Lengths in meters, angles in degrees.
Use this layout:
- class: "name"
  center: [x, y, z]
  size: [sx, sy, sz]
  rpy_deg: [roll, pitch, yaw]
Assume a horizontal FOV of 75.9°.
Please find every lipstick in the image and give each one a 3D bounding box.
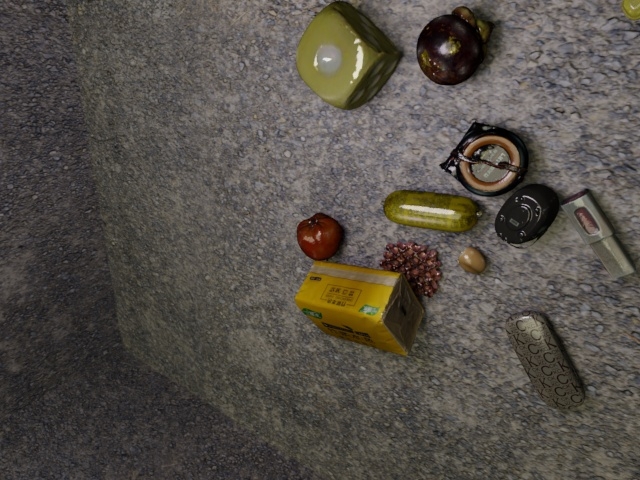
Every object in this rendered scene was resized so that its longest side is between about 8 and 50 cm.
- class: "lipstick"
  center: [0.778, -0.017, 1.150]
  size: [0.079, 0.077, 0.252]
  rpy_deg: [-32, 91, 40]

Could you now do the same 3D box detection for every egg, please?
- class: "egg"
  center: [0.505, 0.068, 1.366]
  size: [0.096, 0.080, 0.080]
  rpy_deg: [44, 127, 14]

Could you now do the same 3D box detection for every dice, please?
- class: "dice"
  center: [0.083, -0.567, 1.280]
  size: [0.238, 0.233, 0.227]
  rpy_deg: [49, 129, 8]

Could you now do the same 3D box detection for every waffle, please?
- class: "waffle"
  center: [0.329, 0.106, 1.518]
  size: [0.234, 0.055, 0.221]
  rpy_deg: [9, 115, 28]

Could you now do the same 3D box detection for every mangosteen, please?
- class: "mangosteen"
  center: [0.380, -0.545, 1.143]
  size: [0.217, 0.192, 0.192]
  rpy_deg: [-39, 85, 0]

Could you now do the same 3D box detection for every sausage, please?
- class: "sausage"
  center: [0.359, -0.100, 1.364]
  size: [0.347, 0.123, 0.123]
  rpy_deg: [11, 115, 31]

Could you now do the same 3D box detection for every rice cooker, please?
- class: "rice cooker"
  center: [0.601, -0.070, 1.212]
  size: [0.142, 0.118, 0.203]
  rpy_deg: [44, 131, 30]

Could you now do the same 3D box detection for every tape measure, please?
- class: "tape measure"
  center: [0.496, -0.234, 1.214]
  size: [0.223, 0.135, 0.202]
  rpy_deg: [38, 116, 12]

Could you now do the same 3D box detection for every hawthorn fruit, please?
- class: "hawthorn fruit"
  center: [0.000, 0.000, 1.620]
  size: [0.185, 0.185, 0.202]
  rpy_deg: [8, 128, 31]

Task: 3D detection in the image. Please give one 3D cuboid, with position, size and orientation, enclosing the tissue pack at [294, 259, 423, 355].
- class: "tissue pack"
  center: [0.143, 0.244, 1.523]
  size: [0.382, 0.228, 0.293]
  rpy_deg: [7, 147, 38]

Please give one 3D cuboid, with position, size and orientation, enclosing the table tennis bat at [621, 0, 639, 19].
- class: "table tennis bat"
  center: [0.844, -0.614, 0.861]
  size: [0.369, 0.054, 0.224]
  rpy_deg: [-28, 81, 39]

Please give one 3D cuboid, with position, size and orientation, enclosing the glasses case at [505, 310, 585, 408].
- class: "glasses case"
  center: [0.735, 0.392, 1.347]
  size: [0.137, 0.085, 0.354]
  rpy_deg: [-26, 94, 37]
